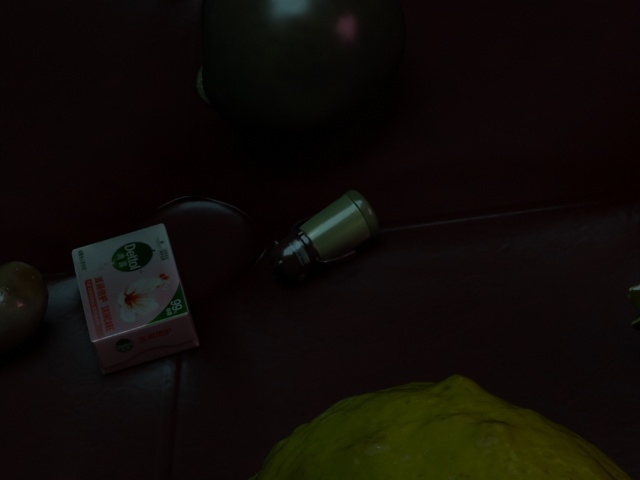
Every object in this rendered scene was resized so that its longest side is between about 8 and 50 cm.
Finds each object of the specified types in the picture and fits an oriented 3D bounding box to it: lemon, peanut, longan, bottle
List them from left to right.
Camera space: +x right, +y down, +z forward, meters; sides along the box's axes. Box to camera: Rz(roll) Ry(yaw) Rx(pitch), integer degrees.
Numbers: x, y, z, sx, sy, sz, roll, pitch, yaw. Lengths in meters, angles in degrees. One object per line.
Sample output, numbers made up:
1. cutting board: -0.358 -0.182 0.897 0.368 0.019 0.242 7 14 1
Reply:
1. peanut: -0.305 0.071 1.665 0.152 0.076 0.076 -28 44 -7
2. longan: -0.020 -0.191 1.783 0.198 0.198 0.212 4 46 20
3. bottle: -0.001 0.000 1.680 0.101 0.047 0.063 -33 18 -13
4. lemon: 0.091 0.228 1.257 0.285 0.285 0.316 -17 20 -3

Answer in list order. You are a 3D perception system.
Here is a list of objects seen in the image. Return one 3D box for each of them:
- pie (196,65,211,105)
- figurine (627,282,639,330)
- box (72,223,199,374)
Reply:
1. pie: -0.084 -0.159 1.889 0.085 0.017 0.085 -9 44 8
2. figurine: 0.366 0.034 1.466 0.234 0.127 0.185 12 64 49
3. box: -0.161 0.050 1.669 0.089 0.043 0.125 -18 43 -4
